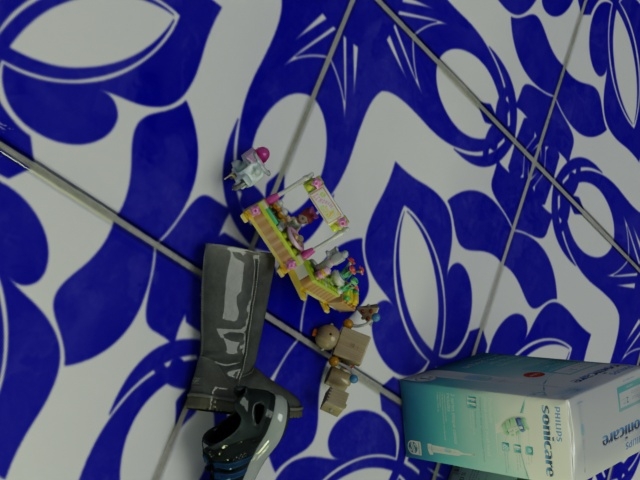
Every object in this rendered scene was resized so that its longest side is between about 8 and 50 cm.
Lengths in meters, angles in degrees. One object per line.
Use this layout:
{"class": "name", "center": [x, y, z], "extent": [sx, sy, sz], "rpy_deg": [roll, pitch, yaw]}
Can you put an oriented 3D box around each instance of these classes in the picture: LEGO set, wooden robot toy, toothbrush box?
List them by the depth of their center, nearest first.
{"class": "LEGO set", "center": [0.000, 0.000, 1.317], "extent": [0.287, 0.107, 0.132], "rpy_deg": [52, 13, -30]}
{"class": "wooden robot toy", "center": [0.020, 0.150, 1.418], "extent": [0.079, 0.076, 0.173], "rpy_deg": [24, 70, -5]}
{"class": "toothbrush box", "center": [0.298, 0.253, 1.512], "extent": [0.216, 0.296, 0.126], "rpy_deg": [-10, 97, -43]}

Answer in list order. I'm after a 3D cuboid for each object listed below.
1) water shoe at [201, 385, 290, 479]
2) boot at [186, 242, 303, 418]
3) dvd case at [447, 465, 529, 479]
{"class": "water shoe", "center": [-0.112, 0.258, 1.244], "extent": [0.080, 0.073, 0.203], "rpy_deg": [25, 108, -14]}
{"class": "boot", "center": [-0.085, 0.118, 1.304], "extent": [0.190, 0.076, 0.208], "rpy_deg": [19, 70, -45]}
{"class": "dvd case", "center": [0.264, 0.403, 1.518], "extent": [0.029, 0.239, 0.179], "rpy_deg": [38, 64, -26]}
